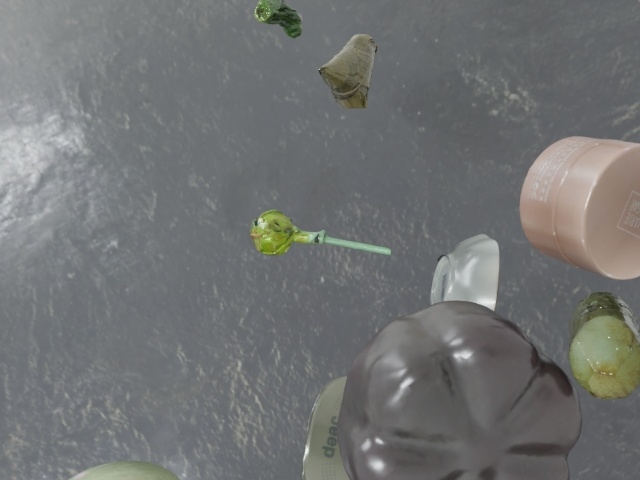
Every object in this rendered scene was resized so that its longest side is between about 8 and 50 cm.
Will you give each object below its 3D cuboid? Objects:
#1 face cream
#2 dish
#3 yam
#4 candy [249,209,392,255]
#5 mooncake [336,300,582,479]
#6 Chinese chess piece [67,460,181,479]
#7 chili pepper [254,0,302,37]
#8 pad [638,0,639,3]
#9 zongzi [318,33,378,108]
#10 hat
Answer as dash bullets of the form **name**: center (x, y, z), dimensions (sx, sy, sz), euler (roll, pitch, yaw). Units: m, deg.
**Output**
- **face cream**: center (0.315, -0.039, 0.784), dimensions (0.149, 0.149, 0.104), euler (-30, 23, -15)
- **dish**: center (0.215, 0.074, 1.087), dimensions (0.066, 0.191, 0.191), euler (11, 55, -5)
- **yam**: center (0.274, 0.096, 0.671), dimensions (0.069, 0.070, 0.146), euler (17, 16, 17)
- **candy**: center (0.000, 0.000, 0.927), dimensions (0.193, 0.058, 0.062), euler (9, 78, 10)
- **mooncake**: center (0.135, 0.183, 0.685), dimensions (0.244, 0.245, 0.133), euler (-20, 14, -8)
- **Chinese chess piece**: center (-0.240, 0.462, 0.894), dimensions (0.146, 0.349, 0.349), euler (-8, 46, -43)
- **chili pepper**: center (-0.052, -0.281, 0.869), dimensions (0.030, 0.091, 0.034), euler (-13, 83, 29)
- **pad**: center (0.354, -0.329, 0.724), dimensions (0.188, 0.113, 0.006), euler (54, 31, -2)
- **zongzi**: center (0.050, -0.365, 1.387), dimensions (0.078, 0.176, 0.160), euler (2, 74, 28)
- **hat**: center (0.114, 0.269, 0.855), dimensions (0.244, 0.149, 0.215), euler (19, 65, -25)
